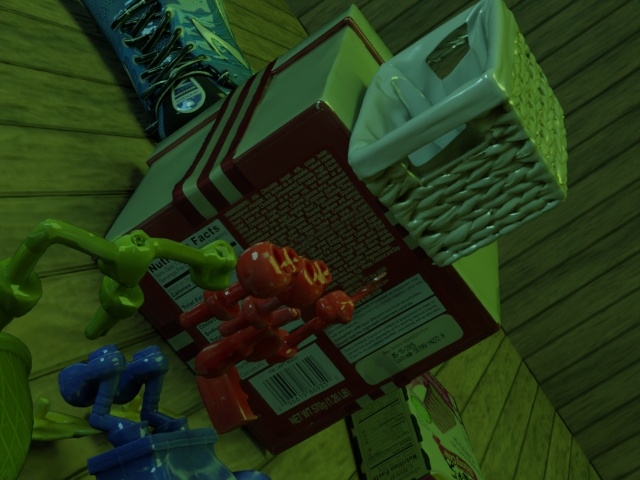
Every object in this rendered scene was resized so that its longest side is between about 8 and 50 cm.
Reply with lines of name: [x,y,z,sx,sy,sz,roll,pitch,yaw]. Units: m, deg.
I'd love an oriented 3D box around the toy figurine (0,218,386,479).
toy figurine: [-0.052,0.138,0.536,0.217,0.191,0.362,65,16,14]

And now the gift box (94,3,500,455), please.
gift box: [0.000,0.000,0.935,0.276,0.255,0.258,55,21,-20]

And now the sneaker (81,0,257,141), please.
sneaker: [-0.133,-0.179,1.129,0.330,0.130,0.147,51,11,-20]

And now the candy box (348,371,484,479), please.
candy box: [0.097,0.208,1.140,0.159,0.071,0.233,48,15,-32]

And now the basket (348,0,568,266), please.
basket: [0.099,-0.076,0.766,0.103,0.113,0.167,51,25,-19]
